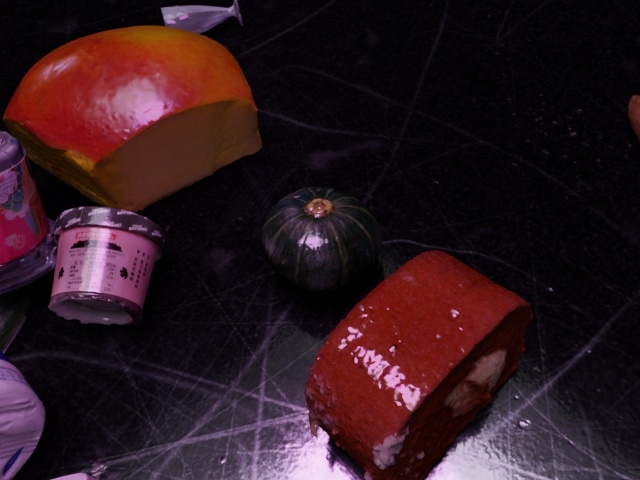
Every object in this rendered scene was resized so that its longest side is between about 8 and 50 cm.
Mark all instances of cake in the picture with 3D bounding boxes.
[{"bbox_3d":[0.115,0.139,0.680,0.283,0.176,0.151,-39,59,-19],"label":"cake"}]

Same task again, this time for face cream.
[{"bbox_3d":[-0.433,0.227,0.691,0.111,0.205,0.206,36,68,23],"label":"face cream"}]

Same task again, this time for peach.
[{"bbox_3d":[-0.312,-0.215,0.962,0.381,0.242,0.306,-27,60,-9],"label":"peach"}]

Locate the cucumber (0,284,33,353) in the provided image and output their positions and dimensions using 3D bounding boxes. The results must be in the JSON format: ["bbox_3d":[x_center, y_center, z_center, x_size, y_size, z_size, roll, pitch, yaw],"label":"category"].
[{"bbox_3d":[-0.544,0.155,0.827,0.145,0.105,0.325,27,61,26],"label":"cucumber"}]

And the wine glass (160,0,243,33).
[{"bbox_3d":[-0.239,-0.450,1.217,0.155,0.073,0.073,-12,54,-2],"label":"wine glass"}]

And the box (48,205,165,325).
[{"bbox_3d":[-0.303,0.043,0.839,0.151,0.151,0.135,-3,63,7],"label":"box"}]

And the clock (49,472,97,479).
[{"bbox_3d":[-0.267,0.393,0.625,0.290,0.080,0.275,-31,57,-11],"label":"clock"}]

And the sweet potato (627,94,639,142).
[{"bbox_3d":[0.509,-0.095,0.830,0.114,0.092,0.341,-8,52,24],"label":"sweet potato"}]

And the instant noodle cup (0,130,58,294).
[{"bbox_3d":[-0.511,-0.053,0.857,0.303,0.181,0.258,-16,35,-30],"label":"instant noodle cup"}]

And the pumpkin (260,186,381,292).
[{"bbox_3d":[0.001,-0.003,0.828,0.167,0.125,0.167,-9,44,9],"label":"pumpkin"}]
